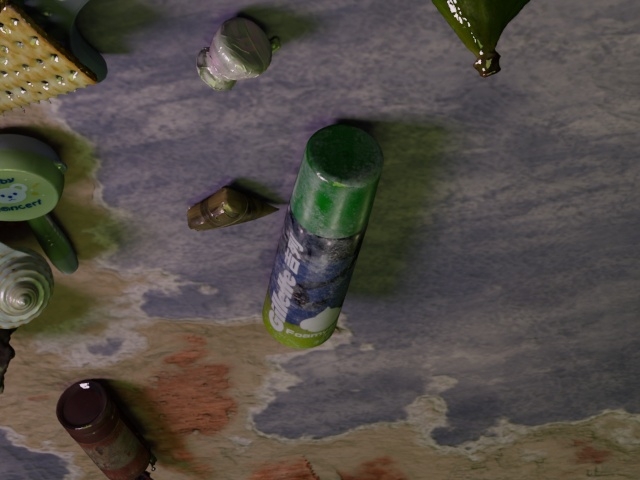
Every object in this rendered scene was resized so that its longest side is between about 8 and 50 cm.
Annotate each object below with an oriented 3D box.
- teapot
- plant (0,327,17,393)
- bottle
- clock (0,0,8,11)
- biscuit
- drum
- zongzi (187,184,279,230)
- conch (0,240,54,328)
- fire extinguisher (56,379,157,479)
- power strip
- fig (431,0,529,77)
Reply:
[{"bbox_3d":[-0.082,-0.186,1.816,0.083,0.064,0.064,-14,168,-43],"label":"teapot"},{"bbox_3d":[-0.495,0.103,2.124,0.275,0.149,0.146,19,139,-22],"label":"plant"},{"bbox_3d":[0.000,0.000,2.046,0.093,0.093,0.330,4,144,-8],"label":"bottle"},{"bbox_3d":[-0.372,-0.305,1.484,0.200,0.244,0.317,1,152,23],"label":"clock"},{"bbox_3d":[-0.327,-0.176,1.789,0.203,0.016,0.144,-11,140,41],"label":"biscuit"},{"bbox_3d":[-0.306,-0.039,2.016,0.130,0.049,0.253,-17,147,22],"label":"drum"},{"bbox_3d":[-0.102,-0.031,2.054,0.083,0.040,0.076,9,154,-45],"label":"zongzi"},{"bbox_3d":[-0.375,0.037,2.031,0.153,0.102,0.135,11,143,38],"label":"conch"},{"bbox_3d":[-0.271,0.292,2.434,0.075,0.106,0.252,-26,142,0],"label":"fire extinguisher"},{"bbox_3d":[-0.239,-0.238,1.741,0.137,0.044,0.216,12,143,-18],"label":"power strip"},{"bbox_3d":[0.145,-0.263,1.561,0.203,0.235,0.203,2,148,1],"label":"fig"}]
